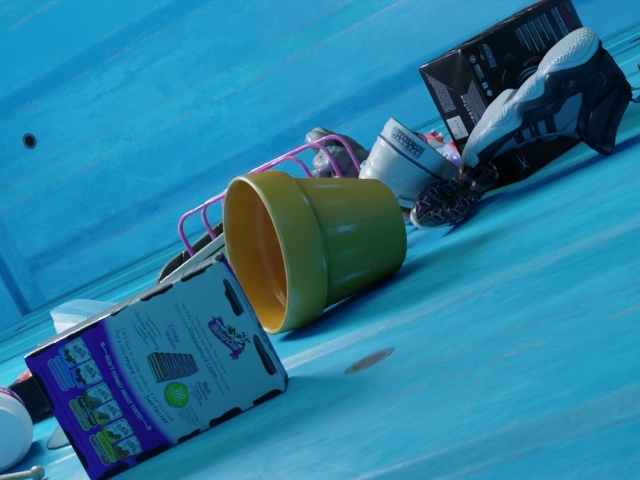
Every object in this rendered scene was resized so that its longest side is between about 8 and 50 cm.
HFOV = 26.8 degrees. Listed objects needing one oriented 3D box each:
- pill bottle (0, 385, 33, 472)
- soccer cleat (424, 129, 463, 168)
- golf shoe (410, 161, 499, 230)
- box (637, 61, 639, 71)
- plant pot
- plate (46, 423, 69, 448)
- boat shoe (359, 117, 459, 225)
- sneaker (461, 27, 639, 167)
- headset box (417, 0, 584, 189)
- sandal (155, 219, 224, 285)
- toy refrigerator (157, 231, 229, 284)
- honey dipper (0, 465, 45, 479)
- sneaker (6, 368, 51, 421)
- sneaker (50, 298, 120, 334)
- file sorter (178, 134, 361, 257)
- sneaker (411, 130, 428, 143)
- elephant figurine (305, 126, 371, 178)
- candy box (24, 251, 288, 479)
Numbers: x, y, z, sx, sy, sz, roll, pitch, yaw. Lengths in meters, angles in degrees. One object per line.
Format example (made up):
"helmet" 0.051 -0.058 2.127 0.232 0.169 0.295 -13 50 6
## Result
"pill bottle" -0.443 0.255 1.812 0.108 0.108 0.193 -29 7 -14
"soccer cleat" 0.211 -0.125 2.282 0.095 0.083 0.248 -56 18 4
"golf shoe" 0.184 -0.051 1.919 0.186 0.067 0.086 -33 -17 -44
"box" 0.534 -0.246 1.930 0.137 0.072 0.126 -25 7 14
"plant pot" 0.000 0.000 1.725 0.188 0.205 0.205 -13 1 -23
"plate" -0.290 0.223 1.814 0.188 0.024 0.188 -28 7 4
"boat shoe" 0.124 -0.076 2.028 0.156 0.136 0.367 -52 -9 6
"sneaker" 0.322 -0.158 1.849 0.268 0.153 0.101 -44 10 36
"headset box" 0.322 -0.238 2.080 0.293 0.218 0.110 -31 9 -34
"sandal" -0.175 0.024 2.524 0.303 0.120 0.086 -29 -7 -10
"toy refrigerator" -0.124 0.040 1.972 0.269 0.102 0.094 -37 -1 4
"honey dipper" -0.386 0.293 1.654 0.161 0.030 0.030 -16 12 42
"sneaker" -0.359 0.187 2.070 0.270 0.090 0.145 -27 9 29
"sneaker" -0.385 0.166 2.391 0.087 0.092 0.229 -30 26 -37
"file sorter" -0.059 -0.034 2.182 0.202 0.182 0.291 -23 8 34
"sneaker" 0.134 -0.114 2.269 0.077 0.072 0.178 112 174 -45
"elephant figurine" 0.000 -0.070 2.431 0.169 0.186 0.239 9 -66 -48
"candy box" -0.173 0.135 1.440 0.233 0.159 0.071 -26 8 6
